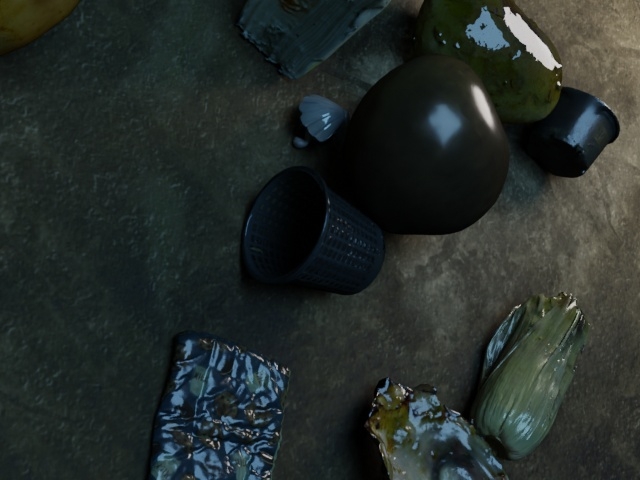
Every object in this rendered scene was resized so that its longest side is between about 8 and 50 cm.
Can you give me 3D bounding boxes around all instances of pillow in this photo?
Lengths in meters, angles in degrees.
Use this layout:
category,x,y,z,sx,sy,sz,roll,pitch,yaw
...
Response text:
category,x,y,z,sx,sy,sz,roll,pitch,yaw
pillow,-0.132,0.257,1.422,0.189,0.034,0.256,21,64,-27

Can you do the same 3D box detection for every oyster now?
category,x,y,z,sx,sy,sz,roll,pitch,yaw
oyster,0.195,0.359,1.589,0.361,0.096,0.221,36,52,-22

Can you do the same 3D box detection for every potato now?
category,x,y,z,sx,sy,sz,roll,pitch,yaw
potato,0.289,-0.317,1.838,0.307,0.173,0.210,33,56,-20

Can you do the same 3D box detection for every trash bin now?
category,x,y,z,sx,sy,sz,roll,pitch,yaw
trash bin,0.000,0.000,1.534,0.161,0.175,0.175,24,61,-42

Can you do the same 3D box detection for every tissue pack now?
category,x,y,z,sx,sy,sz,roll,pitch,yaw
tissue pack,0.065,-0.461,1.651,0.162,0.287,0.388,41,54,-11

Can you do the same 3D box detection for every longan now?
category,x,y,z,sx,sy,sz,roll,pitch,yaw
longan,0.167,-0.140,1.628,0.243,0.300,0.300,26,52,18

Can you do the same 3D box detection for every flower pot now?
category,x,y,z,sx,sy,sz,roll,pitch,yaw
flower pot,0.446,-0.186,1.932,0.157,0.157,0.107,39,68,-20

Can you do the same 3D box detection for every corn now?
category,x,y,z,sx,sy,sz,roll,pitch,yaw
corn,0.335,0.213,1.720,0.122,0.123,0.305,49,51,-23

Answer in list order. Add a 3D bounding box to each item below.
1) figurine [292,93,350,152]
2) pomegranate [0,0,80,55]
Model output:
category,x,y,z,sx,sy,sz,roll,pitch,yaw
figurine,0.000,-0.183,1.650,0.086,0.082,0.094,1,63,-19
pomegranate,-0.412,-0.354,1.270,0.307,0.307,0.307,13,67,-33
